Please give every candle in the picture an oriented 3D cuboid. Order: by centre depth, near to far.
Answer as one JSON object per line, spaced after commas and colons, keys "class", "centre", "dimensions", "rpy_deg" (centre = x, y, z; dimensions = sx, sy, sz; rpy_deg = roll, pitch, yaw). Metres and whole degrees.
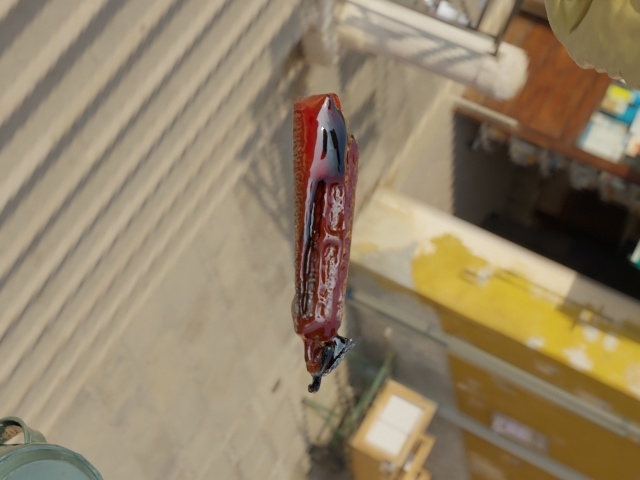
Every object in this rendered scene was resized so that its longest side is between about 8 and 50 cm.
{"class": "candle", "centre": [0.000, 0.000, 1.403], "dimensions": [0.084, 0.059, 0.301], "rpy_deg": [10, 79, -35]}

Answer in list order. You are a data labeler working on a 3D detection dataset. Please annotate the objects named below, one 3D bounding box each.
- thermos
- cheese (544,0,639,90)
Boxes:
{"class": "thermos", "centre": [-0.314, 0.250, 1.343], "dimensions": [0.145, 0.286, 0.182], "rpy_deg": [40, 64, -25]}
{"class": "cheese", "centre": [0.250, -0.188, 0.804], "dimensions": [0.384, 0.104, 0.384], "rpy_deg": [-163, -90, -73]}
